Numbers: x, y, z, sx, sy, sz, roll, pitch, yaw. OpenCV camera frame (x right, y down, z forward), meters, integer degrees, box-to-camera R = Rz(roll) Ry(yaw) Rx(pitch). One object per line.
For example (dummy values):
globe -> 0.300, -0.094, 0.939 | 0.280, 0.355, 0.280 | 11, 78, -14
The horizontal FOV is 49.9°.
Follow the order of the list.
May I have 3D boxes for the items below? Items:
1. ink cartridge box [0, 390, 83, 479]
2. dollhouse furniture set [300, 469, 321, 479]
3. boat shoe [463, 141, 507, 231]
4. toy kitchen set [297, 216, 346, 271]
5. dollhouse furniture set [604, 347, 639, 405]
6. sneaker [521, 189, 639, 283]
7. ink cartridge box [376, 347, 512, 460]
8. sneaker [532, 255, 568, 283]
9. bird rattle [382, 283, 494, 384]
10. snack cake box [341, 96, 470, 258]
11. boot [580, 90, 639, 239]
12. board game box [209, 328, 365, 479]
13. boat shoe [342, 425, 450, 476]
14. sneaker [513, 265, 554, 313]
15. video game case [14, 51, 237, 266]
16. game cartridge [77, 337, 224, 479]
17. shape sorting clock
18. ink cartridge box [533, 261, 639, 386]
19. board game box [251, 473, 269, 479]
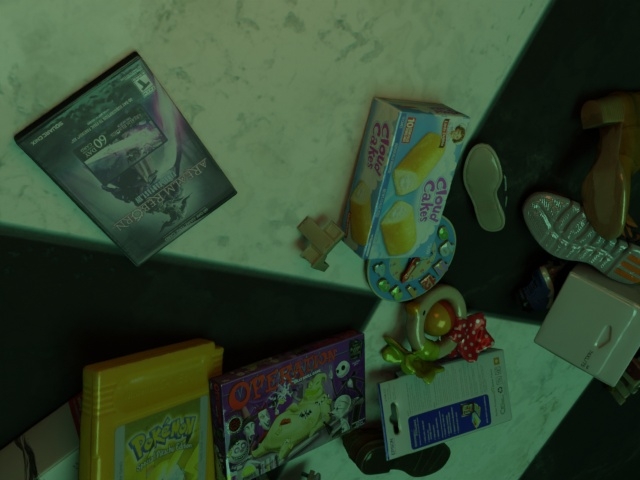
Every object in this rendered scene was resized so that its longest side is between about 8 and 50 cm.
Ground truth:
ink cartridge box -> -0.427, 0.401, 1.182 | 0.272, 0.114, 0.197 | -36, 134, -7
dollhouse furniture set -> 0.012, 0.639, 1.485 | 0.198, 0.303, 0.287 | 19, 122, 5
boat shoe -> 0.328, -0.114, 1.351 | 0.065, 0.075, 0.206 | -64, 144, -43
toy kitchen set -> 0.000, 0.000, 1.225 | 0.083, 0.068, 0.075 | -48, 162, 5
dollhouse furniture set -> 0.913, 0.315, 1.988 | 0.201, 0.152, 0.374 | -36, 151, -6
sneaker -> 0.576, -0.036, 1.517 | 0.321, 0.180, 0.125 | 31, 123, -10
ink cartridge box -> 0.282, 0.371, 1.595 | 0.370, 0.069, 0.176 | -8, 92, -30
sneaker -> 0.552, 0.078, 1.635 | 0.098, 0.038, 0.069 | -33, 136, 5
bird rattle -> 0.264, 0.193, 1.476 | 0.253, 0.143, 0.207 | -20, 114, -24
snack cake box -> 0.143, -0.104, 1.189 | 0.152, 0.089, 0.265 | -1, 116, -29
boot -> 0.635, -0.159, 1.405 | 0.211, 0.104, 0.295 | -10, 94, -31
board game box -> -0.050, 0.312, 1.317 | 0.346, 0.056, 0.208 | -13, 104, -39
boat shoe -> 0.188, 0.493, 1.655 | 0.307, 0.104, 0.111 | 20, 101, -39
sneaker -> 0.490, 0.118, 1.588 | 0.084, 0.058, 0.152 | -16, 144, 8
video game case -> -0.264, -0.105, 0.988 | 0.196, 0.026, 0.274 | -37, 133, -5
game cartridge -> -0.272, 0.340, 1.141 | 0.285, 0.052, 0.324 | -6, 103, -57
shape sorting clock -> 0.183, 0.035, 1.363 | 0.206, 0.040, 0.206 | -17, 129, -22
ink cartridge box -> 0.650, 0.161, 1.578 | 0.270, 0.197, 0.198 | -23, 137, -55
board game box -> -0.236, 0.576, 1.410 | 0.275, 0.144, 0.142 | -2, 121, -33
